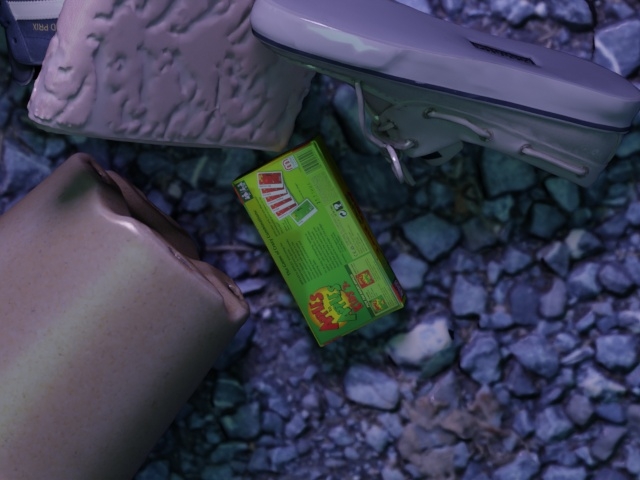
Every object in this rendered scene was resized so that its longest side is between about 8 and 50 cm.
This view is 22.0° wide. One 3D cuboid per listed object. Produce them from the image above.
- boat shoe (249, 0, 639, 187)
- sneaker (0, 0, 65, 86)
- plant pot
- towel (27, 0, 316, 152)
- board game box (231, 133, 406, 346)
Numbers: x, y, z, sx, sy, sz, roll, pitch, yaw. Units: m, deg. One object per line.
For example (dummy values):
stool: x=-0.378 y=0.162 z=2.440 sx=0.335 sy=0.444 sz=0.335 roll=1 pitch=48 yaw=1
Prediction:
boat shoe: x=0.097 y=-0.116 z=1.479 sx=0.367 sy=0.136 sz=0.156 roll=12 pitch=115 yaw=-19
sneaker: x=-0.270 y=-0.234 z=1.524 sx=0.350 sy=0.131 sz=0.148 roll=43 pitch=108 yaw=0
plant pot: x=-0.244 y=0.099 z=1.515 sx=0.334 sy=0.334 sz=0.305 roll=43 pitch=93 yaw=-3
towel: x=-0.084 y=-0.239 z=1.418 sx=0.053 sy=0.317 sz=0.331 roll=31 pitch=107 yaw=33
board game box: x=0.000 y=0.000 z=1.580 sx=0.092 sy=0.043 sz=0.181 roll=-27 pitch=97 yaw=13
